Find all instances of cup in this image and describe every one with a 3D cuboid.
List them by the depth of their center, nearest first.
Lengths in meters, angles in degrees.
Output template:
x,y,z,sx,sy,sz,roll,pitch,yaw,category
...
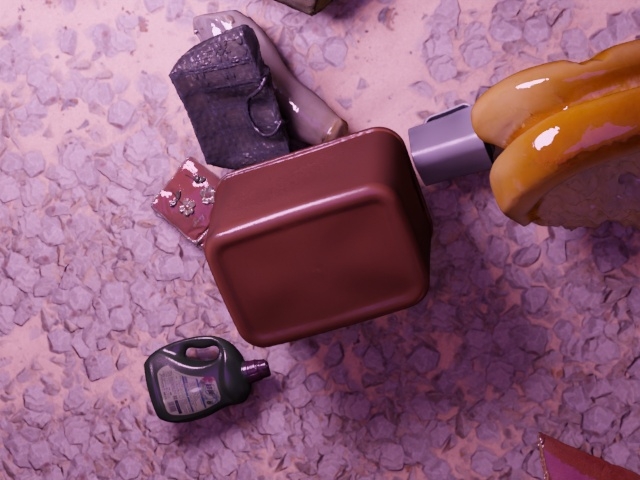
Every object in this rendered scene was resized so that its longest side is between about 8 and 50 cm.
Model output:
x,y,z,sx,sy,sz,roll,pitch,yaw,category
0.219,-0.169,1.847,0.129,0.095,0.128,-16,52,15,cup

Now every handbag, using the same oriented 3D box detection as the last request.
x,y,z,sx,sy,sz,roll,pitch,yaw,category
-0.140,-0.229,1.865,0.175,0.089,0.270,-1,122,33,handbag

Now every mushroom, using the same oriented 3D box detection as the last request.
x,y,z,sx,sy,sz,roll,pitch,yaw,category
-0.088,-0.275,1.911,0.351,0.097,0.109,47,123,4,mushroom

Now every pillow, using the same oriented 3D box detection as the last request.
x,y,z,sx,sy,sz,roll,pitch,yaw,category
-0.182,-0.036,1.967,0.232,0.043,0.126,40,101,7,pillow

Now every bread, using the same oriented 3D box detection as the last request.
x,y,z,sx,sy,sz,roll,pitch,yaw,category
0.462,-0.166,1.720,0.423,0.329,0.245,-17,55,1,bread
0.432,0.406,1.835,0.192,0.067,0.119,21,97,11,bread

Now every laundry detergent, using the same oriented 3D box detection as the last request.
x,y,z,sx,sy,sz,roll,pitch,yaw,category
-0.196,0.236,1.964,0.221,0.078,0.144,-18,85,13,laundry detergent

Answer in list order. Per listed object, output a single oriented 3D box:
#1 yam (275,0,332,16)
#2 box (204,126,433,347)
x,y,z,sx,sy,sz,roll,pitch,yaw,category
-0.069,-0.481,1.873,0.254,0.154,0.154,30,99,6,yam
0.000,0.000,1.791,0.339,0.229,0.239,-17,114,11,box
